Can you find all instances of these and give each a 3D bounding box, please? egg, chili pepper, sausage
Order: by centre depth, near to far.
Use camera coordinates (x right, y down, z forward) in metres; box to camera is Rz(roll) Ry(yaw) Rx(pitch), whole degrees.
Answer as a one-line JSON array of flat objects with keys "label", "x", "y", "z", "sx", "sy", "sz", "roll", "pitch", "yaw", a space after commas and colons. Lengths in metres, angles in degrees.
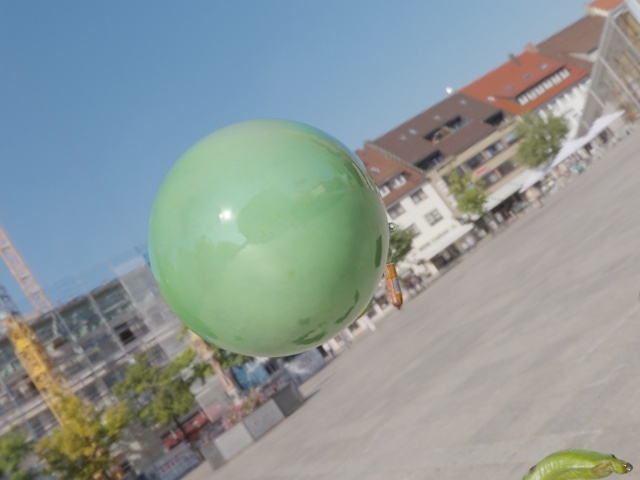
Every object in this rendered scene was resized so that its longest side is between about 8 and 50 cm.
[{"label": "egg", "x": -0.052, "y": -0.002, "z": 0.653, "sx": 0.220, "sy": 0.220, "sz": 0.269, "roll": -34, "pitch": 10, "yaw": -18}, {"label": "chili pepper", "x": 0.299, "y": 0.280, "z": 0.842, "sx": 0.049, "sy": 0.043, "sz": 0.208, "roll": -59, "pitch": -1, "yaw": -38}, {"label": "sausage", "x": 0.165, "y": 0.104, "z": 1.552, "sx": 0.031, "sy": 0.107, "sz": 0.031, "roll": -12, "pitch": -4, "yaw": -1}]

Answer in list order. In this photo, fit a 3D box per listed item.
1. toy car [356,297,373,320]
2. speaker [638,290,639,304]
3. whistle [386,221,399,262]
[{"label": "toy car", "x": -0.038, "y": 0.040, "z": 1.086, "sx": 0.142, "sy": 0.248, "sz": 0.200, "roll": -30, "pitch": 29, "yaw": 47}, {"label": "speaker", "x": 0.710, "y": 0.120, "z": 1.251, "sx": 0.183, "sy": 0.184, "sz": 0.406, "roll": -61, "pitch": -34, "yaw": -4}, {"label": "whistle", "x": 0.000, "y": 0.000, "z": 1.242, "sx": 0.288, "sy": 0.131, "sz": 0.106, "roll": -11, "pitch": -22, "yaw": 1}]
